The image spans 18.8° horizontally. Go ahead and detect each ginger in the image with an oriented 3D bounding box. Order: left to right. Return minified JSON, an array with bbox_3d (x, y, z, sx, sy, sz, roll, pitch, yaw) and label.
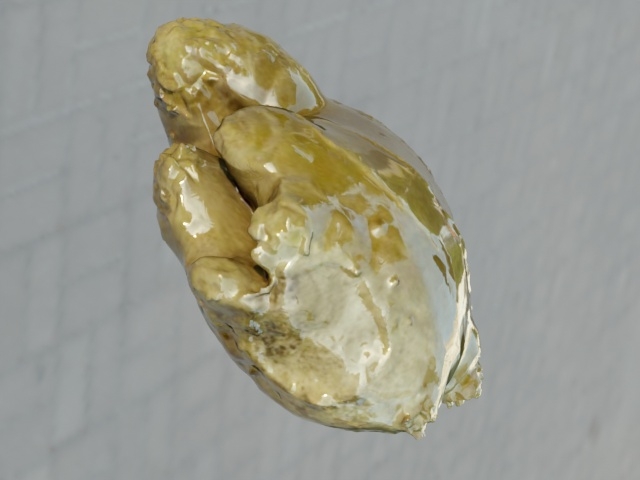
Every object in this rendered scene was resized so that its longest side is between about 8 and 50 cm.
[{"bbox_3d":[-0.022,-0.012,1.087,0.166,0.236,0.375,-61,-166,0],"label":"ginger"}]
